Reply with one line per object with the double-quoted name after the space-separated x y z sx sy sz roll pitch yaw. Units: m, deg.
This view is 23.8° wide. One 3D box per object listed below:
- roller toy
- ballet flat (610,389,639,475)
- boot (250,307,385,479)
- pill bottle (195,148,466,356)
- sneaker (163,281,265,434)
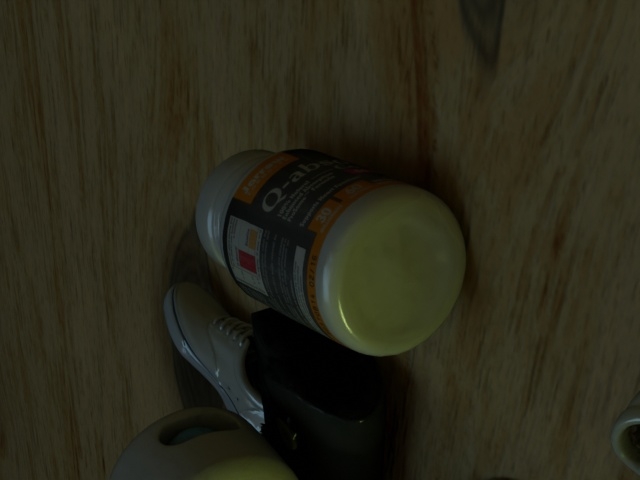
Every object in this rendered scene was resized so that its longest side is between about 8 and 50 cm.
-0.123 0.283 1.616 0.209 0.191 0.146 43 178 -39 "roller toy"
0.351 0.224 1.025 0.400 0.139 0.139 43 146 39 "ballet flat"
0.047 0.326 1.698 0.367 0.146 0.445 40 140 39 "boot"
0.000 0.000 1.466 0.278 0.162 0.162 23 131 54 "pill bottle"
-0.101 0.138 1.881 0.258 0.094 0.091 51 130 22 "sneaker"
